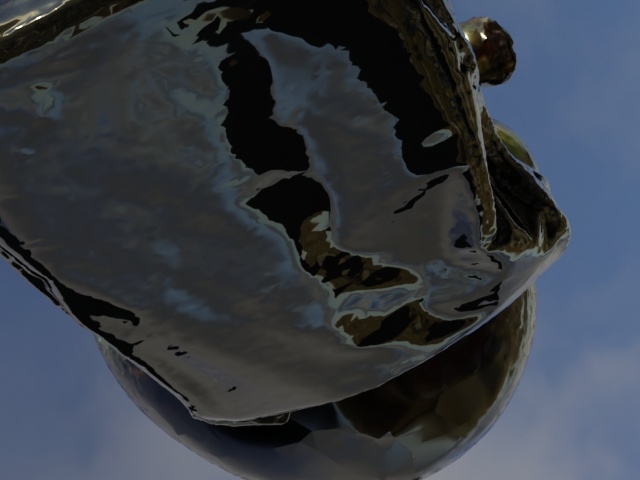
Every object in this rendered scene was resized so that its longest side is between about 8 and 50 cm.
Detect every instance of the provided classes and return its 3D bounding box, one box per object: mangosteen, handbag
[{"bbox_3d":[-0.003,0.013,1.177,0.330,0.330,0.330,18,-113,-47],"label":"mangosteen"},{"bbox_3d":[-0.020,-0.022,0.679,0.075,0.192,0.332,66,-172,32],"label":"handbag"}]
